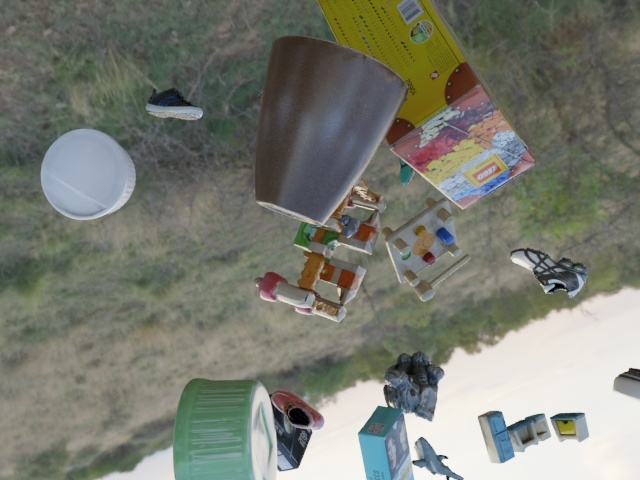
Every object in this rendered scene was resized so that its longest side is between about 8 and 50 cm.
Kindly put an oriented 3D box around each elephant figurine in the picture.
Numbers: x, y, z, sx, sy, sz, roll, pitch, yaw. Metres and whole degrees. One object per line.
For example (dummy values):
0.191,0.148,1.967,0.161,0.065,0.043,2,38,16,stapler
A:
0.218,0.398,1.586,0.169,0.186,0.239,-49,175,25,elephant figurine

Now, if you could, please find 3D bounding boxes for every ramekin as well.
-0.189,0.438,1.314,0.148,0.303,0.303,-7,170,6,ramekin
-0.692,-0.196,1.883,0.273,0.272,0.127,-24,177,6,ramekin

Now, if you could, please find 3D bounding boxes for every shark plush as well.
0.307,0.585,1.625,0.067,0.161,0.073,-52,169,22,shark plush

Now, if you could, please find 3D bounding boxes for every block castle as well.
0.000,0.000,1.879,0.213,0.453,0.303,16,172,31,block castle

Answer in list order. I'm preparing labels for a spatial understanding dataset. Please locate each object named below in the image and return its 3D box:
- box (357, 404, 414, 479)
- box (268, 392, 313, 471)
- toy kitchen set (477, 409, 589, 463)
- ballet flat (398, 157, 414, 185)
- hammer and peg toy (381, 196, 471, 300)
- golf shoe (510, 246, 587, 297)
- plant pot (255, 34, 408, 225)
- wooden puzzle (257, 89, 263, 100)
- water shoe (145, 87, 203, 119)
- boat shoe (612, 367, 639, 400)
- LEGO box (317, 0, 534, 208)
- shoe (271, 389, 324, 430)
0.141,0.468,1.256,0.060,0.244,0.100,0,-159,31,box
-0.117,0.571,1.854,0.078,0.180,0.147,-22,-160,29,box
0.539,0.470,1.565,0.207,0.122,0.166,-11,172,-34,toy kitchen set
0.220,-0.183,1.556,0.041,0.114,0.041,-1,150,-1,ballet flat
0.367,0.033,2.154,0.266,0.127,0.361,-35,138,-7,hammer and peg toy
0.556,0.079,1.546,0.198,0.093,0.077,19,170,42,golf shoe
-0.007,-0.147,0.923,0.216,0.230,0.215,19,177,1,plant pot
-0.174,-0.462,2.049,0.049,0.083,0.006,-19,-164,41,wooden puzzle
-0.401,-0.380,1.694,0.203,0.080,0.073,12,178,32,water shoe
0.625,0.213,1.054,0.341,0.158,0.127,16,178,-36,boat shoe
0.213,-0.365,1.324,0.193,0.500,0.372,-33,149,21,LEGO box
-0.075,0.456,1.685,0.063,0.178,0.081,-62,149,-5,shoe
